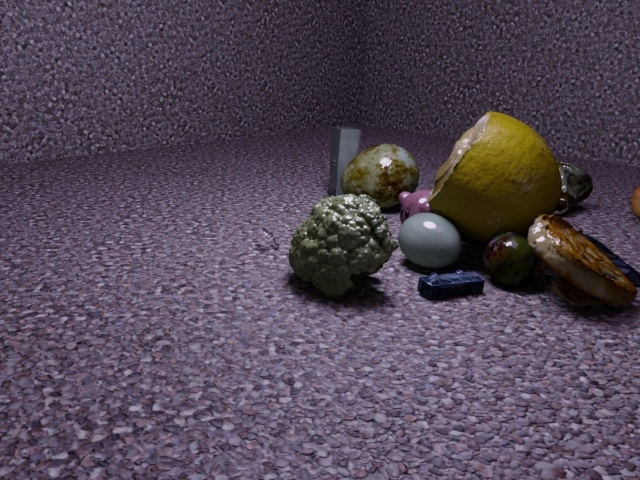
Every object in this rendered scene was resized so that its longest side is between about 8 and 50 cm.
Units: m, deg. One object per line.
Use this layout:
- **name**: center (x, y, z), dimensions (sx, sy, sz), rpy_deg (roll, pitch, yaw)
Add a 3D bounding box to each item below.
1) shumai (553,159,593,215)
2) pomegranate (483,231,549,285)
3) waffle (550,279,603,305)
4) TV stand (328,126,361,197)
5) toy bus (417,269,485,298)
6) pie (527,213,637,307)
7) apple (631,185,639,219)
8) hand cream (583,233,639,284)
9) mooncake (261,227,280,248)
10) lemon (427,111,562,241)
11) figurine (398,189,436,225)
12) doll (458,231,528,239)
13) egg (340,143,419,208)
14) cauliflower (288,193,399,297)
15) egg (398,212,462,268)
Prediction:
- **shumai**: center (0.912, -0.172, 2.381), dimensions (0.222, 0.204, 0.272), rpy_deg (18, -12, 34)
- **pomegranate**: center (0.510, 0.047, 1.612), dimensions (0.169, 0.148, 0.148), rpy_deg (1, 17, -26)
- **waffle**: center (0.635, 0.129, 1.549), dimensions (0.092, 0.021, 0.135), rpy_deg (-1, 18, -11)
- **TV stand**: center (0.090, -0.302, 2.404), dimensions (0.088, 0.269, 0.083), rpy_deg (-3, 18, -24)
- **toy bus**: center (0.325, 0.110, 1.531), dimensions (0.166, 0.047, 0.065), rpy_deg (-5, 23, -22)
- **pie**: center (0.644, 0.052, 1.529), dimensions (0.315, 0.092, 0.315), rpy_deg (29, 24, -14)
- **apple**: center (1.208, -0.131, 2.195), dimensions (0.199, 0.199, 0.199), rpy_deg (2, 18, -1)
- **hand cream**: center (0.806, 0.062, 1.744), dimensions (0.120, 0.061, 0.270), rpy_deg (4, 25, -11)
- **mooncake**: center (-0.002, 0.013, 1.791), dimensions (0.347, 0.057, 0.150), rpy_deg (6, 5, -9)
- **lemon**: center (0.504, -0.155, 1.719), dimensions (0.364, 0.364, 0.364), rpy_deg (2, 18, -1)
- **figurine**: center (0.327, -0.077, 1.910), dimensions (0.173, 0.173, 0.173), rpy_deg (2, 18, -1)
- **doll**: center (0.512, -0.068, 1.952), dimensions (0.177, 0.141, 0.314), rpy_deg (-2, 23, -34)
- **egg**: center (0.217, -0.228, 2.259), dimensions (0.289, 0.238, 0.238), rpy_deg (-18, 14, 13)
- **cauliflower**: center (0.070, 0.015, 1.543), dimensions (0.250, 0.272, 0.275), rpy_deg (27, 12, -44)
- **egg**: center (0.300, 0.001, 1.693), dimensions (0.149, 0.149, 0.192), rpy_deg (-12, 29, -37)
